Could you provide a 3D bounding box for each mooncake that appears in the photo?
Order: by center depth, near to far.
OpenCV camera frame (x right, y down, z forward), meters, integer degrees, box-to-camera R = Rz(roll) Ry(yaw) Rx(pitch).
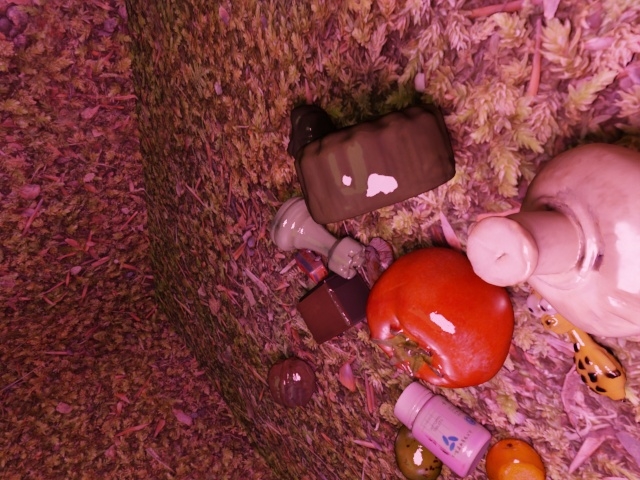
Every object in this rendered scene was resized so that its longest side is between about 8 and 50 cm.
[{"bbox_3d":[0.118,-0.177,0.937,0.356,0.356,0.194,-13,101,53],"label":"mooncake"},{"bbox_3d":[-0.041,-0.325,1.265,0.168,0.104,0.175,4,109,56],"label":"mooncake"}]

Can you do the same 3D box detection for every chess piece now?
[{"bbox_3d":[0.000,0.000,1.336,0.299,0.194,0.195,33,133,25],"label":"chess piece"}]

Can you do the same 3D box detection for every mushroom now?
[{"bbox_3d":[0.440,-0.007,0.657,0.314,0.356,0.316,-6,78,32],"label":"mushroom"}]

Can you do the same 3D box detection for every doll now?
[{"bbox_3d":[0.526,0.193,0.856,0.291,0.086,0.117,60,173,11],"label":"doll"}]

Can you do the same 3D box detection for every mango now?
[{"bbox_3d":[0.512,0.611,1.095,0.141,0.102,0.218,10,123,22],"label":"mango"}]

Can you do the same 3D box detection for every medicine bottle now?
[{"bbox_3d":[0.351,0.543,1.210,0.254,0.151,0.152,32,132,37],"label":"medicine bottle"}]

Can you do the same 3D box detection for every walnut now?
[{"bbox_3d":[-0.124,0.614,1.808,0.224,0.224,0.225,28,129,40],"label":"walnut"}]

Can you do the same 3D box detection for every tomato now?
[{"bbox_3d":[0.289,0.187,1.002,0.341,0.272,0.342,34,146,27],"label":"tomato"}]

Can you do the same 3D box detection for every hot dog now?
[{"bbox_3d":[0.193,0.115,1.245,0.131,0.069,0.253,5,110,60],"label":"hot dog"}]

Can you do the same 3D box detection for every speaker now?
[{"bbox_3d":[0.055,0.224,1.399,0.193,0.153,0.231,59,143,11],"label":"speaker"}]

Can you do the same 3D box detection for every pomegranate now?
[{"bbox_3d":[0.337,0.670,1.303,0.209,0.180,0.180,-1,112,18],"label":"pomegranate"}]

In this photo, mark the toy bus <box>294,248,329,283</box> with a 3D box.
[{"bbox_3d":[-0.033,0.084,1.452,0.065,0.077,0.192,63,168,-26],"label":"toy bus"}]
